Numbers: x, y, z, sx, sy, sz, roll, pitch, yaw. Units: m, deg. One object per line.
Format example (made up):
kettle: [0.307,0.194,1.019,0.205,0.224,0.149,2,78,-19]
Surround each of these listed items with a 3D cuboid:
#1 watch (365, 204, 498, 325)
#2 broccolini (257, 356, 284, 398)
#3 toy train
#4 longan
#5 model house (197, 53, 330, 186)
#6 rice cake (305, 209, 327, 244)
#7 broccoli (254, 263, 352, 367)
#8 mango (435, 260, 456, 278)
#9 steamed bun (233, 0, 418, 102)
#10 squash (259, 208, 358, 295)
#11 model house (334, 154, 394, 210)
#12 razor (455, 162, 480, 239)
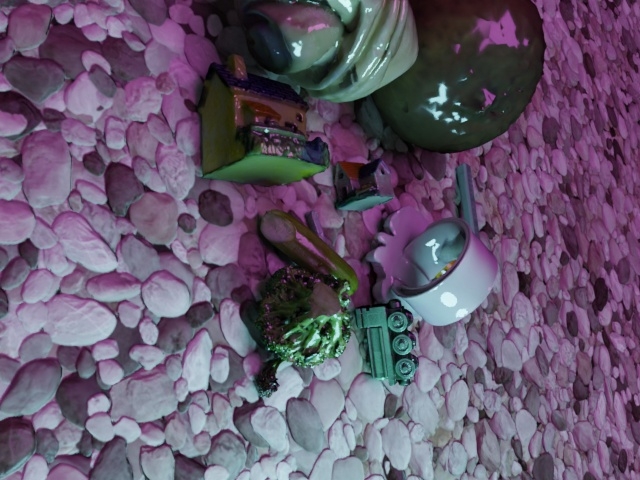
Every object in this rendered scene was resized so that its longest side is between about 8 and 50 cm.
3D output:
watch: [0.229,0.035,1.516,0.196,0.231,0.244,42,55,-25]
broccolini: [-0.052,0.214,1.323,0.052,0.054,0.194,52,43,5]
toy train: [0.132,0.201,1.464,0.071,0.111,0.171,-11,94,-72]
longan: [0.288,-0.377,1.589,0.391,0.391,0.391,15,68,-41]
model house: [-0.095,-0.216,1.316,0.194,0.170,0.211,5,74,-41]
rice cake: [0.000,0.000,1.447,0.021,0.022,0.121,-22,94,-42]
broccoli: [-0.024,0.128,1.299,0.195,0.156,0.195,4,68,-11]
mango: [0.275,0.036,1.682,0.079,0.057,0.114,7,70,-36]
steamed bun: [-0.025,-0.395,1.333,0.394,0.346,0.237,41,56,-3]
squash: [-0.018,0.024,1.381,0.239,0.069,0.069,41,53,-22]
model house: [0.085,-0.120,1.510,0.087,0.100,0.100,2,75,-42]
razor: [0.352,-0.055,1.784,0.111,0.056,0.278,19,65,-39]
